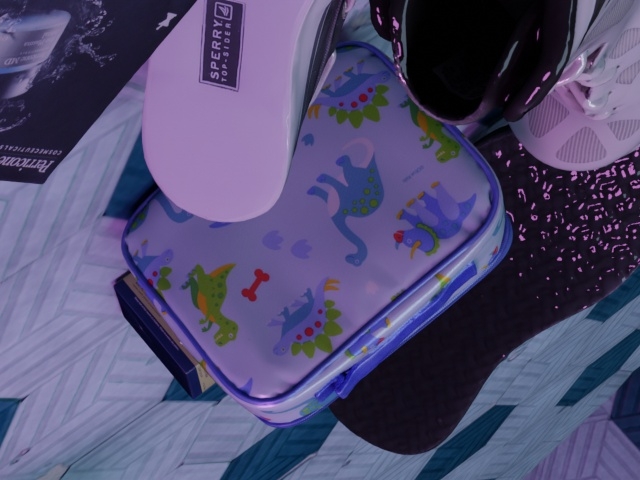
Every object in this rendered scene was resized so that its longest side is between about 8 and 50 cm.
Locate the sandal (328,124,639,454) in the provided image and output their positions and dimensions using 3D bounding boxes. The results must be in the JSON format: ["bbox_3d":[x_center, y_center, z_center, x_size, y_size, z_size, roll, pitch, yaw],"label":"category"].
[{"bbox_3d":[0.141,0.023,1.443,0.446,0.168,0.107,-50,-175,43],"label":"sandal"}]

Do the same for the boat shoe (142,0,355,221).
[{"bbox_3d":[-0.023,-0.147,0.822,0.102,0.108,0.301,-67,170,-46],"label":"boat shoe"}]

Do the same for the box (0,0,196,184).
[{"bbox_3d":[-0.138,-0.111,0.682,0.158,0.093,0.156,-47,160,19],"label":"box"}]

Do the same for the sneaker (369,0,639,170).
[{"bbox_3d":[0.110,-0.133,0.917,0.257,0.169,0.447,-45,160,-24],"label":"sneaker"}]

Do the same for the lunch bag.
[{"bbox_3d":[0.000,0.000,1.046,0.219,0.176,0.090,-41,160,-2],"label":"lunch bag"}]

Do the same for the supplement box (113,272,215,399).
[{"bbox_3d":[-0.081,0.045,1.130,0.083,0.083,0.056,-37,161,-14],"label":"supplement box"}]
